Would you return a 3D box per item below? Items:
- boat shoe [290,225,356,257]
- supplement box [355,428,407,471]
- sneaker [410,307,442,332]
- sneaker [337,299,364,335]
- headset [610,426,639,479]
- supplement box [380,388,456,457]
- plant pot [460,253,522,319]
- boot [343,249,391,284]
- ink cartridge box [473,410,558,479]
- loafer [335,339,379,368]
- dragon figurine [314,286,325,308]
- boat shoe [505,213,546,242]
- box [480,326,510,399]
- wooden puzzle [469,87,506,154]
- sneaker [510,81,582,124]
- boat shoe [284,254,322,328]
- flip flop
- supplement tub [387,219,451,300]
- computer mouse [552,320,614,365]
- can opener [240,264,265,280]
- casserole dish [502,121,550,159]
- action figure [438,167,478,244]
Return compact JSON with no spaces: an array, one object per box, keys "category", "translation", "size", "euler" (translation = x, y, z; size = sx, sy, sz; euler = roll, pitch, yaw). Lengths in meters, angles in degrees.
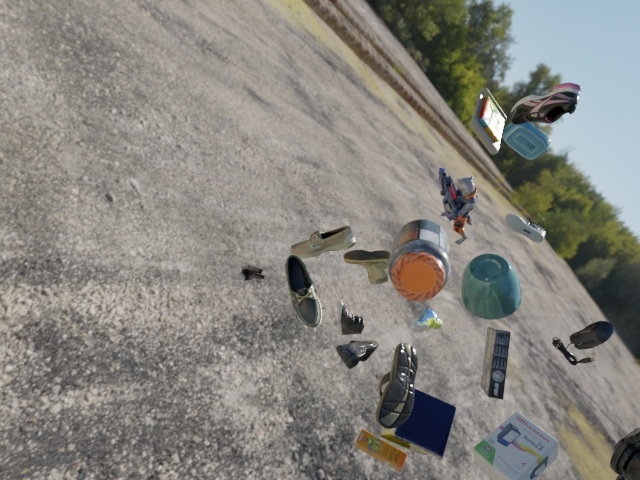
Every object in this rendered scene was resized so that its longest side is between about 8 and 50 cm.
[{"category":"boat shoe","translation":[0.000,0.000,1.841],"size":[0.109,0.303,0.098],"euler":[-68,143,-58]},{"category":"supplement box","translation":[0.279,0.973,1.951],"size":[0.078,0.234,0.080],"euler":[-56,155,-31]},{"category":"sneaker","translation":[0.614,0.474,2.511],"size":[0.240,0.091,0.126],"euler":[3,52,-33]},{"category":"sneaker","translation":[0.167,0.420,2.306],"size":[0.295,0.147,0.104],"euler":[80,9,-45]},{"category":"headset","translation":[0.862,0.586,1.046],"size":[0.243,0.185,0.394],"euler":[54,-16,30]},{"category":"supplement box","translation":[0.391,0.751,1.732],"size":[0.194,0.356,0.195],"euler":[22,67,9]},{"category":"plant pot","translation":[0.840,0.206,2.086],"size":[0.292,0.294,0.235],"euler":[-98,168,-46]},{"category":"boot","translation":[0.258,0.150,2.322],"size":[0.095,0.263,0.203],"euler":[-89,177,-51]},{"category":"ink cartridge box","translation":[0.625,0.679,1.347],"size":[0.154,0.213,0.093],"euler":[34,-35,54]},{"category":"loafer","translation":[0.103,0.286,1.119],"size":[0.061,0.062,0.170],"euler":[42,16,25]},{"category":"dragon figurine","translation":[-0.075,0.236,2.016],"size":[0.289,0.085,0.144],"euler":[57,-11,-5]},{"category":"boat shoe","translation":[0.912,-0.059,1.874],"size":[0.183,0.065,0.083],"euler":[42,34,21]},{"category":"box","translation":[0.731,0.504,1.764],"size":[0.216,0.060,0.269],"euler":[30,68,-74]},{"category":"wooden puzzle","translation":[0.780,-0.550,1.930],"size":[0.221,0.044,0.238],"euler":[40,62,-28]},{"category":"sneaker","translation":[0.560,-0.328,1.064],"size":[0.072,0.178,0.077],"euler":[20,74,-22]},{"category":"boat shoe","translation":[-0.075,0.201,1.676],"size":[0.091,0.109,0.304],"euler":[76,-5,-71]},{"category":"flip flop","translation":[0.224,0.436,1.275],"size":[0.112,0.080,0.276],"euler":[40,46,-18]},{"category":"supplement tub","translation":[0.324,0.061,1.372],"size":[0.193,0.194,0.316],"euler":[51,25,-6]},{"category":"computer mouse","translation":[1.227,0.485,1.920],"size":[0.184,0.262,0.060],"euler":[52,30,-8]},{"category":"can opener","translation":[-0.247,0.116,1.551],"size":[0.073,0.186,0.059],"euler":[-31,99,-23]},{"category":"casserole dish","translation":[0.791,-0.381,1.620],"size":[0.189,0.114,0.037],"euler":[34,48,-7]},{"category":"action figure","translation":[0.657,-0.193,1.995],"size":[0.330,0.179,0.340],"euler":[82,6,-56]}]
